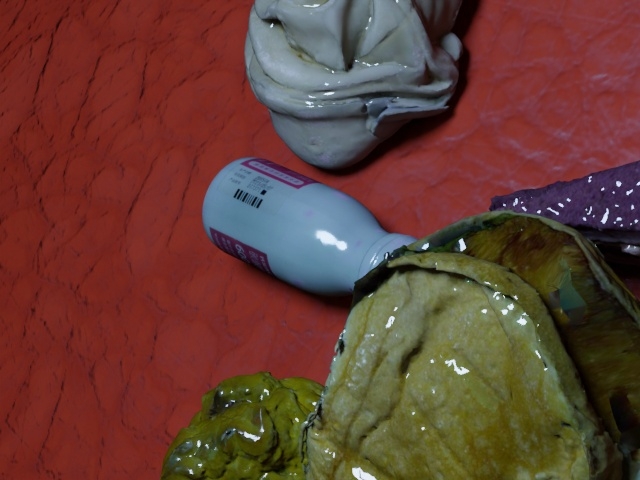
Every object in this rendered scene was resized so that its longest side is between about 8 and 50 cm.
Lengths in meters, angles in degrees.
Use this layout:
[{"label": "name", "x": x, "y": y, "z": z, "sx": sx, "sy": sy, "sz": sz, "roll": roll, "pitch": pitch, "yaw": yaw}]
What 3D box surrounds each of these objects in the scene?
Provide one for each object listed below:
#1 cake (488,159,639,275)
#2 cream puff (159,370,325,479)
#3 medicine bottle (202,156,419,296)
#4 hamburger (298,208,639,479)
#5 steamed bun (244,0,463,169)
[{"label": "cake", "x": 0.262, "y": -0.024, "z": 1.213, "sx": 0.295, "sy": 0.116, "sz": 0.113, "roll": -4, "pitch": 66, "yaw": 38}, {"label": "cream puff", "x": -0.060, "y": 0.168, "z": 1.379, "sx": 0.146, "sy": 0.116, "sz": 0.146, "roll": -18, "pitch": 61, "yaw": 35}, {"label": "medicine bottle", "x": 0.000, "y": 0.000, "z": 1.422, "sx": 0.216, "sy": 0.090, "sz": 0.090, "roll": 25, "pitch": 87, "yaw": 41}, {"label": "hamburger", "x": 0.121, "y": 0.123, "z": 1.222, "sx": 0.285, "sy": 0.134, "sz": 0.265, "roll": -43, "pitch": 77, "yaw": 37}, {"label": "steamed bun", "x": 0.018, "y": -0.189, "z": 1.456, "sx": 0.218, "sy": 0.144, "sz": 0.211, "roll": -28, "pitch": 56, "yaw": 25}]
